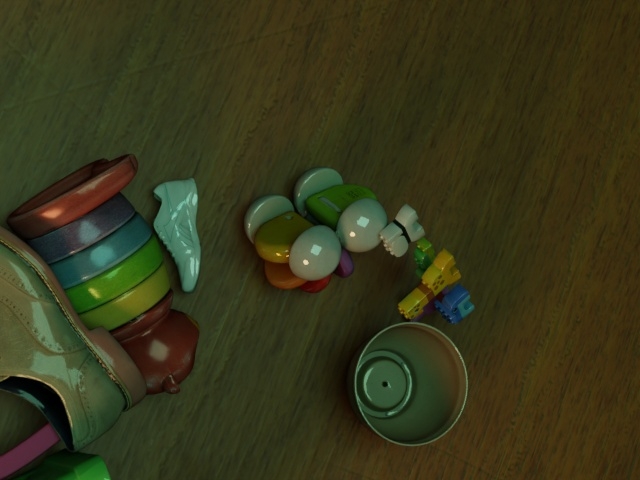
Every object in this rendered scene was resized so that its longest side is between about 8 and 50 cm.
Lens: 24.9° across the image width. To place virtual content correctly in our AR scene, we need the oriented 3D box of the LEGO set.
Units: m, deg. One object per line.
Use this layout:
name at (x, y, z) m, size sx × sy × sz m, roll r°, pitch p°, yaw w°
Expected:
LEGO set at (0.133, 0.064, 1.911) m, size 0.093 × 0.087 × 0.227 m, roll -42°, pitch 144°, yaw -10°

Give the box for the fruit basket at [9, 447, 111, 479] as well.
fruit basket at (-0.221, 0.422, 1.701) m, size 0.392 × 0.283 × 0.392 m, roll 2°, pitch 84°, yaw -21°

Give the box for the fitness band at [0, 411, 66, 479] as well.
fitness band at (-0.407, 0.181, 1.733) m, size 0.291 × 0.054 × 0.209 m, roll -34°, pitch 90°, yaw -39°

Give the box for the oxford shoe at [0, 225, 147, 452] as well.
oxford shoe at (-0.362, 0.098, 1.697) m, size 0.348 × 0.123 × 0.130 m, roll 45°, pitch 59°, yaw -4°

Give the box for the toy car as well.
toy car at (0.000, 0.000, 1.915) m, size 0.182 × 0.159 × 0.136 m, roll -31°, pitch 130°, yaw -21°

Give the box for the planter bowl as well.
planter bowl at (0.100, 0.192, 1.938) m, size 0.162 × 0.109 × 0.162 m, roll 2°, pitch 84°, yaw -21°

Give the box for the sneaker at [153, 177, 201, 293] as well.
sneaker at (-0.187, -0.005, 1.885) m, size 0.061 × 0.054 × 0.152 m, roll -4°, pitch 80°, yaw -12°

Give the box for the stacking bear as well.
stacking bear at (-0.250, 0.059, 1.801) m, size 0.164 × 0.175 × 0.289 m, roll -34°, pitch 104°, yaw -22°
